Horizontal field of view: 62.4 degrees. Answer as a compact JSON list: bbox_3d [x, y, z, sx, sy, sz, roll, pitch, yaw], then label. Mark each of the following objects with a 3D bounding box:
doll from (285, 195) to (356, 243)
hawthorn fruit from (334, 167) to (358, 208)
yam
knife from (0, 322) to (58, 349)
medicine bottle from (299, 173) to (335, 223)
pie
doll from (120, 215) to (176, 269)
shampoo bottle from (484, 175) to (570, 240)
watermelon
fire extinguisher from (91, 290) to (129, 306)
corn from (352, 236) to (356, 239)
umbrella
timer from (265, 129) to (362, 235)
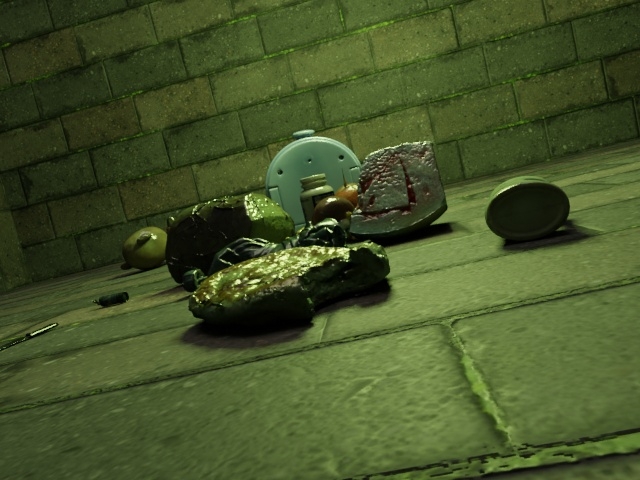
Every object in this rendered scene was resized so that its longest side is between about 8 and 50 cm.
[{"bbox_3d":[0.012,-0.016,1.188,0.188,0.145,0.096,-48,51,-7],"label":"doll"},{"bbox_3d":[0.100,-0.121,1.747,0.149,0.149,0.189,-12,-36,22],"label":"hawthorn fruit"},{"bbox_3d":[-0.216,-0.009,1.276,0.271,0.201,0.202,-3,11,33],"label":"yam"},{"bbox_3d":[-0.574,0.189,1.009,0.023,0.010,0.170,-11,7,23],"label":"knife"},{"bbox_3d":[-0.002,-0.102,1.612,0.107,0.191,0.107,-14,5,1],"label":"medicine bottle"},{"bbox_3d":[-0.044,0.057,0.749,0.302,0.067,0.302,-14,7,2],"label":"pie"},{"bbox_3d":[-0.654,0.027,2.161,0.235,0.174,0.330,-46,-16,32],"label":"doll"},{"bbox_3d":[0.337,-0.061,0.878,0.118,0.087,0.234,-14,5,21],"label":"shampoo bottle"},{"bbox_3d":[0.172,-0.110,1.212,0.213,0.201,0.261,-12,3,14],"label":"watermelon"},{"bbox_3d":[-0.491,0.141,1.241,0.083,0.025,0.038,-13,-32,11],"label":"fire extinguisher"},{"bbox_3d":[0.082,-0.036,1.389,0.068,0.068,0.207,-14,6,-8],"label":"corn"},{"bbox_3d":[-0.119,0.035,1.033,0.349,0.094,0.143,-14,1,18],"label":"umbrella"},{"bbox_3d":[-0.024,-0.224,1.981,0.395,0.395,0.173,-14,10,1],"label":"timer"}]
